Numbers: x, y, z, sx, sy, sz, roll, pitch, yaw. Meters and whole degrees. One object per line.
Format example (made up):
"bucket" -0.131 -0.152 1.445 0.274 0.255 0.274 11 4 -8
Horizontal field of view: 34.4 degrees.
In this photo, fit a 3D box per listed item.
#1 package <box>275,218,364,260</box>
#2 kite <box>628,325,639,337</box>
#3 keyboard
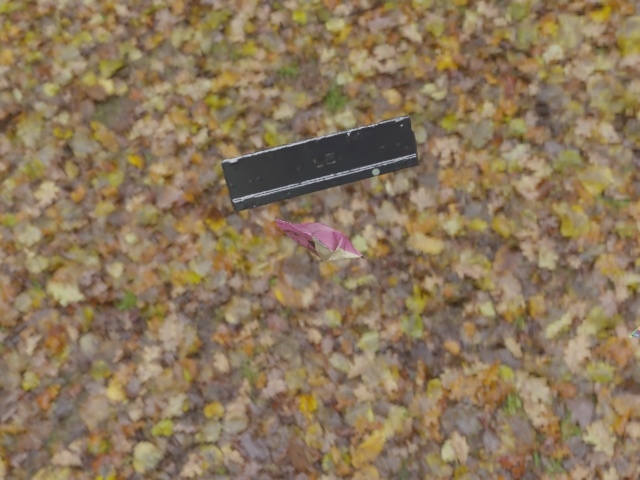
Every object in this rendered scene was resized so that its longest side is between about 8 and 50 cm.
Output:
"package" 0.000 0.000 0.891 0.059 0.083 0.029 29 95 24
"kite" 0.490 0.129 1.444 0.122 0.004 0.090 17 62 -5
"keyboard" 0.001 -0.078 1.033 0.196 0.060 0.018 -14 32 -3
